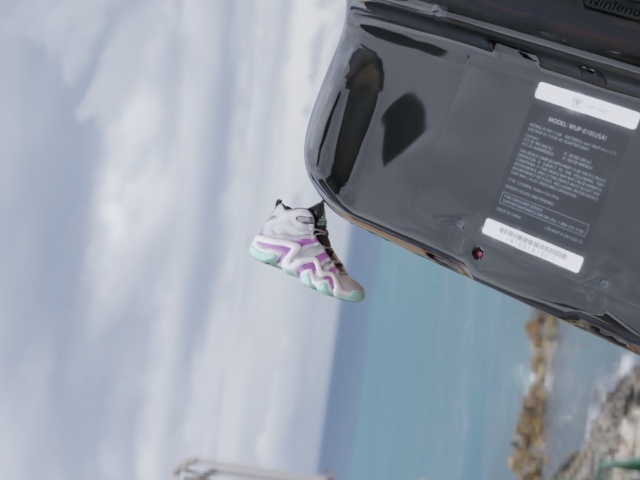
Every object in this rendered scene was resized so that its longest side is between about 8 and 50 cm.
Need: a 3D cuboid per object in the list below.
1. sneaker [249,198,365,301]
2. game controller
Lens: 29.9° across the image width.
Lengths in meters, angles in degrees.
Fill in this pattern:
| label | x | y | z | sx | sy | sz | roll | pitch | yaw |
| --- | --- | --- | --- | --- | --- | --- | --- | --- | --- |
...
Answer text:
| label | x | y | z | sx | sy | sz | roll | pitch | yaw |
| --- | --- | --- | --- | --- | --- | --- | --- | --- | --- |
| sneaker | 0.000 | 0.000 | 0.891 | 0.069 | 0.098 | 0.038 | -64 | -17 | 2 |
| game controller | 0.126 | -0.047 | 0.562 | 0.067 | 0.319 | 0.166 | -1 | -68 | -51 |
